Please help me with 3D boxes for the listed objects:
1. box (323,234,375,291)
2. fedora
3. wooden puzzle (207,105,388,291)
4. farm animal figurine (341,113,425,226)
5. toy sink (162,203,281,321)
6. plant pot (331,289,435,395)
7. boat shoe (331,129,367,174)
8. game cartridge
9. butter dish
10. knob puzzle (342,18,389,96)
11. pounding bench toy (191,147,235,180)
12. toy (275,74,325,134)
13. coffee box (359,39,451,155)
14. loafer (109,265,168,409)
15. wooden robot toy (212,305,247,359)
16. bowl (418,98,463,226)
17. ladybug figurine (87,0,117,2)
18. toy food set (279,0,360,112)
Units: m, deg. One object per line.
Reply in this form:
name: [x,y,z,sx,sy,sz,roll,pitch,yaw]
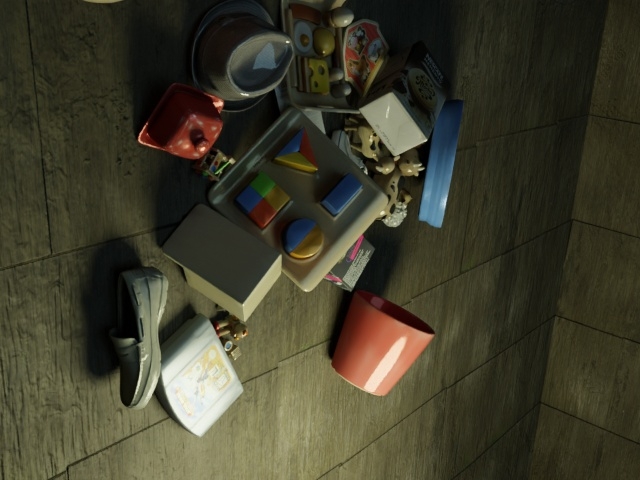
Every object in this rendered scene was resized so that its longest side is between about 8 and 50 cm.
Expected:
box: [0.000,0.000,2.024,0.143,0.165,0.270,-59,141,-12]
fedora: [-0.153,-0.405,1.683,0.275,0.124,0.243,-31,123,-36]
wooden puzzle: [-0.042,-0.102,1.823,0.348,0.080,0.322,44,76,-10]
farm animal figurine: [0.193,-0.203,2.175,0.330,0.172,0.326,7,99,-52]
toy sink: [-0.228,0.052,1.770,0.153,0.234,0.131,-54,169,-22]
plant pot: [0.171,0.317,2.315,0.275,0.275,0.243,17,102,-53]
boat shoe: [0.085,-0.180,2.042,0.095,0.084,0.258,33,48,-68]
game cartridge: [-0.308,0.346,1.882,0.198,0.062,0.297,-49,138,-33]
butter dish: [-0.272,-0.228,1.602,0.160,0.118,0.160,12,121,-52]
knob puzzle: [0.118,-0.513,2.068,0.213,0.030,0.213,-24,123,-44]
pounding bench toy: [-0.239,-0.169,1.723,0.052,0.083,0.065,41,71,-51]
toy: [-0.058,-0.304,1.916,0.137,0.056,0.237,-29,121,-37]
coffee box: [0.238,-0.393,2.081,0.168,0.119,0.297,49,42,-21]
loafer: [-0.410,0.213,1.659,0.111,0.112,0.319,0,97,-46]
wooden robot toy: [-0.220,0.233,1.920,0.076,0.079,0.173,-25,123,-44]
bowl: [0.362,-0.235,2.313,0.391,0.077,0.391,10,90,-83]
ladybug figurine: [-0.321,-0.630,1.362,0.305,0.162,0.449,40,73,-51]
toy food set: [0.015,-0.466,1.864,0.220,0.092,0.306,-10,96,-50]
